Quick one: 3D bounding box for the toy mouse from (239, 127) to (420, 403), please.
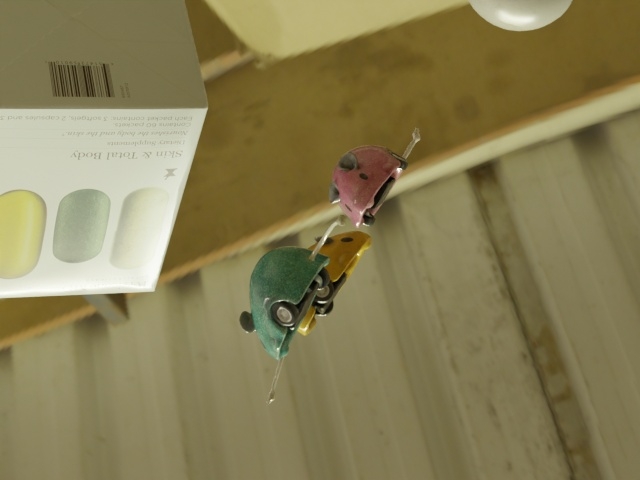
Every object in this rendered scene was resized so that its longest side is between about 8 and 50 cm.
[{"bbox_3d":[0.000,0.000,0.586,0.031,0.143,0.161,32,-97,9],"label":"toy mouse"}]

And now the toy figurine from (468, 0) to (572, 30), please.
[{"bbox_3d":[0.118,-0.214,0.543,0.209,0.213,0.148,-6,-141,53],"label":"toy figurine"}]

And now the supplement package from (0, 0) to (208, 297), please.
[{"bbox_3d":[-0.233,-0.102,1.078,0.199,0.263,0.198,-2,-125,-20],"label":"supplement package"}]
